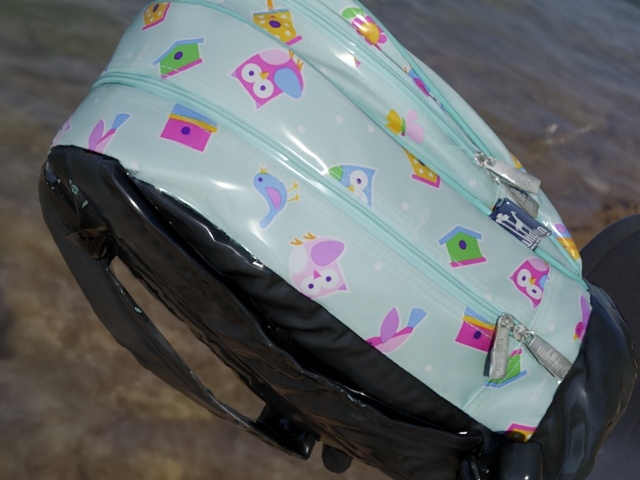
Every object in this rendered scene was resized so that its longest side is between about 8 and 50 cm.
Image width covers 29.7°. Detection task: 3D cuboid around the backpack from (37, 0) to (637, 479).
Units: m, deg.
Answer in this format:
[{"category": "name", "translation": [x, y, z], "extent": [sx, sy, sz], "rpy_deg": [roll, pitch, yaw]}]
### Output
[{"category": "backpack", "translation": [0.000, 0.000, 0.392], "extent": [0.182, 0.152, 0.115], "rpy_deg": [41, 66, -20]}]

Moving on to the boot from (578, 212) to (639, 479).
[{"category": "boot", "translation": [0.111, 0.148, 0.594], "extent": [0.096, 0.280, 0.264], "rpy_deg": [12, 68, 1]}]
